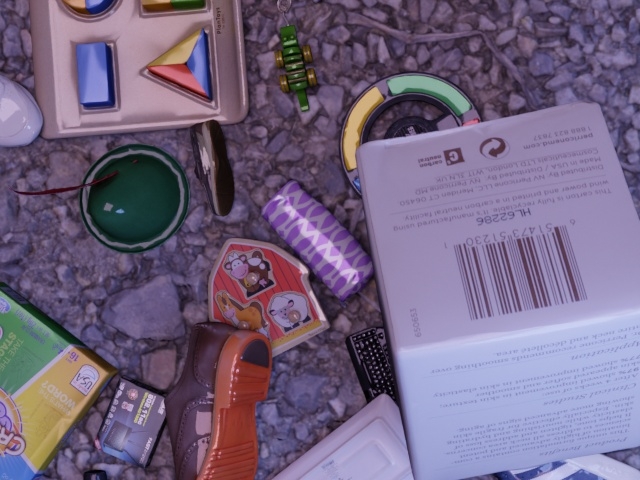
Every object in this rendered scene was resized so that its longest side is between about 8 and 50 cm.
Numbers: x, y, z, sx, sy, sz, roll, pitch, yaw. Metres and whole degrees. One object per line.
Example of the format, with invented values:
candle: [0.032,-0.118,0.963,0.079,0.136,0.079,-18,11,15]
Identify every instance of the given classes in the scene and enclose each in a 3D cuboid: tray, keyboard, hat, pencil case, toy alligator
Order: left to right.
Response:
hat: [-0.316,-0.062,1.845,0.208,0.183,0.173,-33,86,4]
toy alligator: [-0.044,-0.296,1.890,0.056,0.051,0.189,-11,87,5]
pencil case: [0.000,0.000,1.861,0.086,0.088,0.206,-42,86,6]
tray: [0.039,0.371,1.865,0.270,0.030,0.145,-39,85,9]
keyboard: [0.113,0.223,1.870,0.100,0.038,0.192,-22,87,4]

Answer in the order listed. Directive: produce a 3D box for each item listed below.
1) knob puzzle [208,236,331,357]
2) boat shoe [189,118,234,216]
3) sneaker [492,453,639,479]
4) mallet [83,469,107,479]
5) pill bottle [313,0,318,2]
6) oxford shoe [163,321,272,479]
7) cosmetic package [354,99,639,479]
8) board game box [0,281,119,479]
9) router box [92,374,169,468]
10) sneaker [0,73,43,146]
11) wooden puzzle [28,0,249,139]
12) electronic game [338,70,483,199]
knob puzzle: [-0.100,0.085,1.866,0.213,0.030,0.213,4,102,22]
boat shoe: [-0.172,-0.112,1.902,0.049,0.056,0.152,-5,94,30]
sneaker: [0.296,0.345,1.801,0.350,0.131,0.148,23,86,6]
mallet: [-0.281,0.400,1.907,0.190,0.039,0.062,6,90,2]
pill bottle: [0.016,-0.409,1.891,0.083,0.043,0.043,-30,86,4]
oxford shoe: [-0.176,0.302,1.865,0.133,0.130,0.363,15,92,33]
cosmetic package: [0.244,0.082,1.619,0.329,0.393,0.327,-11,55,1]
board game box: [-0.510,0.262,1.916,0.242,0.064,0.316,36,92,5]
router box: [-0.292,0.286,1.907,0.092,0.038,0.122,21,91,5]
sneaker: [-0.578,-0.243,1.893,0.305,0.152,0.114,33,93,5]
wooden puzzle: [-0.295,-0.333,1.902,0.348,0.080,0.322,-5,88,6]
electronic game: [0.142,-0.147,1.871,0.229,0.048,0.229,0,88,6]
